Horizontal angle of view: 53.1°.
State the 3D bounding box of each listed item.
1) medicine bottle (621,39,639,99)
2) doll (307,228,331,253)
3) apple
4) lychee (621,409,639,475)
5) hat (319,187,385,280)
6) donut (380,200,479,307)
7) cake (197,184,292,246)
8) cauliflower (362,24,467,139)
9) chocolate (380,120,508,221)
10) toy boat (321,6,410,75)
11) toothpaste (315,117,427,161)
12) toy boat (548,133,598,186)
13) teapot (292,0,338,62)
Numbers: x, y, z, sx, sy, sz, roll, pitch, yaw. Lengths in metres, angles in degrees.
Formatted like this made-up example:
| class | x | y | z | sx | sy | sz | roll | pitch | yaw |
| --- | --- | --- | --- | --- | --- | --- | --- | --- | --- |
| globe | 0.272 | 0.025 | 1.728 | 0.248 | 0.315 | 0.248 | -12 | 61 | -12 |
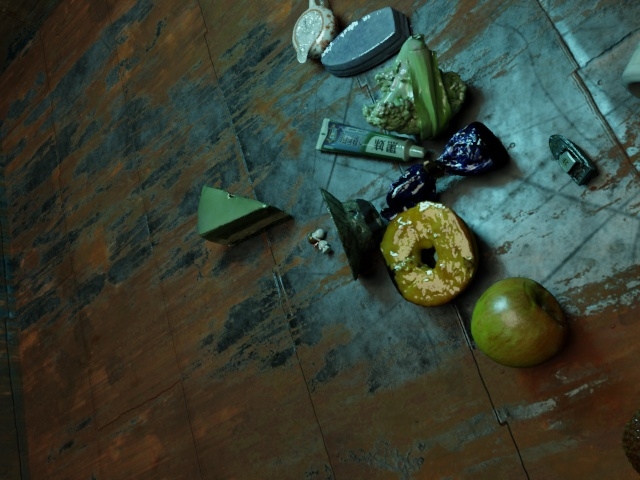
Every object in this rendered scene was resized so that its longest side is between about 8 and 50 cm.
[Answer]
| class | x | y | z | sx | sy | sz | roll | pitch | yaw |
| --- | --- | --- | --- | --- | --- | --- | --- | --- | --- |
| medicine bottle | 0.757 | -0.436 | 1.220 | 0.211 | 0.211 | 0.371 | 31 | 100 | 39 |
| doll | -0.004 | 0.006 | 1.840 | 0.058 | 0.040 | 0.085 | -29 | 62 | 19 |
| apple | 0.417 | 0.178 | 1.365 | 0.196 | 0.196 | 0.195 | -10 | 73 | 37 |
| lychee | 0.643 | 0.371 | 1.144 | 0.194 | 0.194 | 0.194 | -10 | 73 | 37 |
| hat | 0.098 | -0.039 | 1.688 | 0.128 | 0.265 | 0.265 | -23 | 62 | -1 |
| donut | 0.266 | 0.033 | 1.545 | 0.254 | 0.118 | 0.253 | 2 | 93 | 32 |
| cake | -0.238 | -0.052 | 1.971 | 0.284 | 0.158 | 0.172 | 17 | 91 | 37 |
| cauliflower | 0.235 | -0.392 | 1.601 | 0.257 | 0.239 | 0.315 | 4 | 125 | 13 |
| chocolate | 0.279 | -0.161 | 1.584 | 0.343 | 0.148 | 0.126 | -33 | 61 | 26 |
| toy boat | 0.121 | -0.562 | 1.848 | 0.283 | 0.078 | 0.127 | -21 | 70 | 32 |
| toothpaste | 0.132 | -0.272 | 1.779 | 0.392 | 0.061 | 0.098 | 19 | 94 | 42 |
| toy boat | 0.553 | -0.187 | 1.427 | 0.141 | 0.060 | 0.055 | 64 | 142 | 35 |
| teapot | -0.015 | -0.645 | 1.956 | 0.159 | 0.116 | 0.245 | -15 | 72 | 49 |
